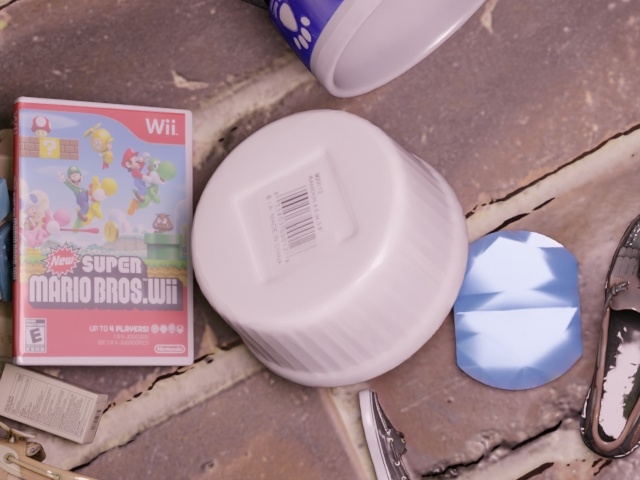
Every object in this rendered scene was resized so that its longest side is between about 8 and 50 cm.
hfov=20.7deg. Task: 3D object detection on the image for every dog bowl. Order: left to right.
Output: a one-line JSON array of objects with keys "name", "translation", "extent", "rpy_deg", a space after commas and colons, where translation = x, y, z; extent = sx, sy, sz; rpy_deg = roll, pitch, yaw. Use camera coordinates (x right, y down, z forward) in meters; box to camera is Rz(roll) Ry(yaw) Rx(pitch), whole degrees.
[{"name": "dog bowl", "translation": [0.078, -0.273, 1.804], "extent": [0.265, 0.265, 0.104], "rpy_deg": [-41, 76, 4]}]

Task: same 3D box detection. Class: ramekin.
[{"name": "ramekin", "translation": [0.000, 0.000, 1.805], "extent": [0.277, 0.135, 0.277], "rpy_deg": [-13, 60, 24]}]

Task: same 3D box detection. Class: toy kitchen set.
[{"name": "toy kitchen set", "translation": [-0.318, 0.002, 1.951], "extent": [0.122, 0.166, 0.207], "rpy_deg": [5, 121, 17]}]

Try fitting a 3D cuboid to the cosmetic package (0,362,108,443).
[{"name": "cosmetic package", "translation": [-0.301, 0.180, 1.942], "extent": [0.115, 0.041, 0.060], "rpy_deg": [19, 89, 12]}]

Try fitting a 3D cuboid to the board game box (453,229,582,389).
[{"name": "board game box", "translation": [0.209, 0.073, 1.864], "extent": [0.133, 0.033, 0.169], "rpy_deg": [-4, 89, 5]}]

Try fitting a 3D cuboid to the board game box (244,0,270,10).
[{"name": "board game box", "translation": [-0.082, -0.286, 1.875], "extent": [0.126, 0.186, 0.026], "rpy_deg": [23, 87, 11]}]

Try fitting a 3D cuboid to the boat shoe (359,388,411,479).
[{"name": "boat shoe", "translation": [0.074, 0.225, 1.867], "extent": [0.040, 0.049, 0.142], "rpy_deg": [-15, 88, 3]}]

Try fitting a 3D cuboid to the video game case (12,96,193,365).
[{"name": "video game case", "translation": [-0.234, -0.007, 1.896], "extent": [0.204, 0.025, 0.285], "rpy_deg": [2, 83, -28]}]

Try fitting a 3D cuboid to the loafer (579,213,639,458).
[{"name": "loafer", "translation": [0.331, 0.096, 1.810], "extent": [0.096, 0.084, 0.268], "rpy_deg": [13, 87, 12]}]

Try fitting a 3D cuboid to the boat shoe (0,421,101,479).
[{"name": "boat shoe", "translation": [-0.293, 0.261, 1.909], "extent": [0.285, 0.104, 0.089], "rpy_deg": [27, 85, 2]}]
